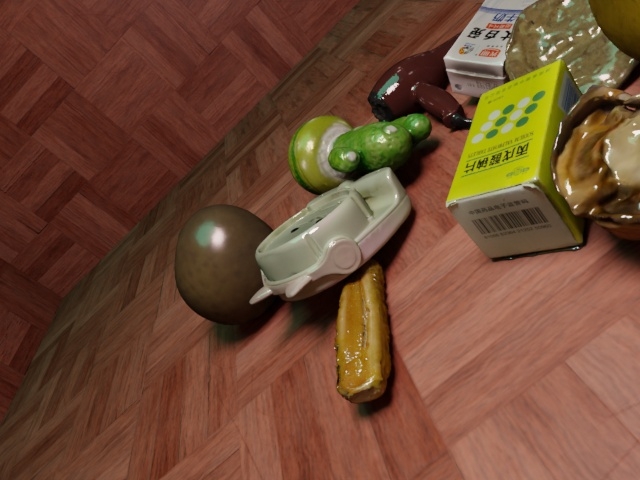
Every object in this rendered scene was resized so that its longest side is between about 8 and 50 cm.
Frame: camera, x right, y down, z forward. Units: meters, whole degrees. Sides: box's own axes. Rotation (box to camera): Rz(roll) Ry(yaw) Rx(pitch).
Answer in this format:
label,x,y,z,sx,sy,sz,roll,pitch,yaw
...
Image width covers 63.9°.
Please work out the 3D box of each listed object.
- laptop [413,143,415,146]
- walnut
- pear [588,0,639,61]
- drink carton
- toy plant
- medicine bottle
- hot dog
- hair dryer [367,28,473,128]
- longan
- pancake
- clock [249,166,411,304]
label,x,y,z,sx,sy,sz,roll,pitch,yaw
laptop,0.150,-0.209,1.221,0.129,0.016,0.180,-48,25,-2
walnut,0.383,-0.083,0.552,0.238,0.141,0.204,-3,61,49
pear,0.416,-0.333,0.573,0.191,0.340,0.386,-14,27,7
drink carton,0.387,-0.427,1.028,0.130,0.106,0.315,24,72,39
toy plant,0.072,-0.195,1.097,0.224,0.184,0.316,-30,15,-32
medicine bottle,0.292,-0.111,0.725,0.137,0.141,0.250,-13,42,46
hot dog,0.069,0.132,0.807,0.083,0.068,0.289,-14,31,15
hair dryer,0.287,-0.339,1.134,0.312,0.123,0.340,-34,38,3
longan,-0.198,0.052,1.106,0.258,0.258,0.258,-36,28,23
pancake,0.427,-0.324,0.851,0.242,0.050,0.242,-13,66,32
clock,0.000,0.000,0.954,0.265,0.108,0.324,-16,22,49
